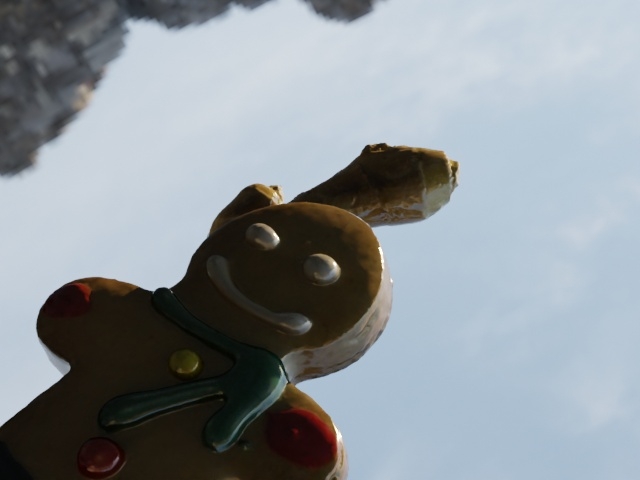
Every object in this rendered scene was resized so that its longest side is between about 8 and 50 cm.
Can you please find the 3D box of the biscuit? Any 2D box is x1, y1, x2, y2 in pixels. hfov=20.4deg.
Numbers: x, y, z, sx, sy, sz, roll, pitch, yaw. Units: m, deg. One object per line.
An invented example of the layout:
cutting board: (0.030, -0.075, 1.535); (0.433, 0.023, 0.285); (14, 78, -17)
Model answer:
biscuit: (-0.079, 0.083, 0.880); (0.197, 0.049, 0.301); (32, -119, 27)

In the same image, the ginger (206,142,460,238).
ginger: (0.009, 0.004, 1.291); (0.214, 0.059, 0.133); (-18, -124, -5)
